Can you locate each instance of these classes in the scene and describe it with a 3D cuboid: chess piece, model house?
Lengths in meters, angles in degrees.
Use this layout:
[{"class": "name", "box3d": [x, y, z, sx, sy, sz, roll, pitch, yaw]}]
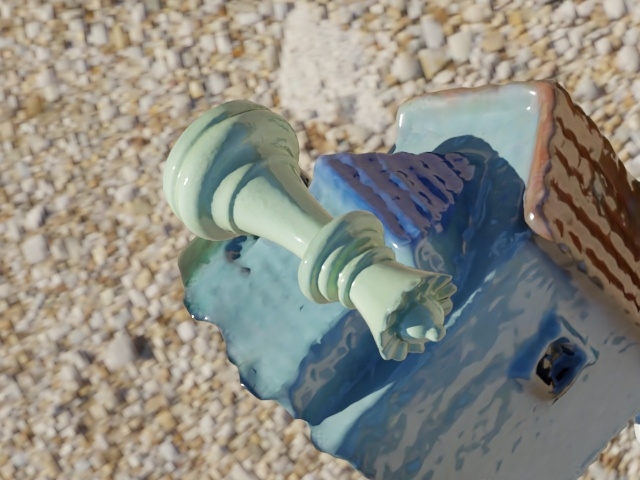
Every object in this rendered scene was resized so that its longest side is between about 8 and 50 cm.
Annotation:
[{"class": "chess piece", "box3d": [0.000, 0.000, 0.459, 0.093, 0.042, 0.042, 39, 113, 33]}, {"class": "model house", "box3d": [0.121, 0.000, 1.085, 0.329, 0.295, 0.251, -43, 41, 8]}]

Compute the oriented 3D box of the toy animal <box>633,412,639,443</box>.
[{"class": "toy animal", "box3d": [0.307, 0.126, 1.580, 0.071, 0.085, 0.124, 21, 112, -4]}]
